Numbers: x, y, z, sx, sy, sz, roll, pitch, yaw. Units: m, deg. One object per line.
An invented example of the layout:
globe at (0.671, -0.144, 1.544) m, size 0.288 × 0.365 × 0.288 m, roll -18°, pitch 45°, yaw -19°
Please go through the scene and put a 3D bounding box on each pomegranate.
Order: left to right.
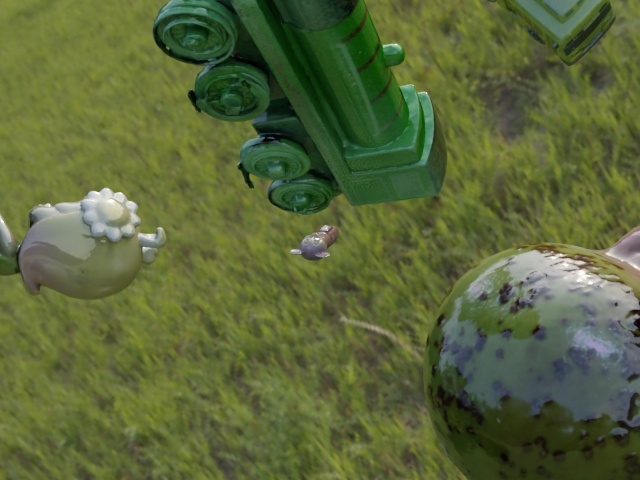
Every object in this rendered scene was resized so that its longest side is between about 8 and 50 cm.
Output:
pomegranate at (0.190, 0.071, 0.660) m, size 0.248 × 0.214 × 0.214 m, roll -52°, pitch 25°, yaw -2°

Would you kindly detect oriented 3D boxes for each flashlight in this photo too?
flashlight at (0.000, 0.000, 1.306) m, size 0.052 × 0.031 × 0.110 m, roll 5°, pitch 17°, yaw 16°

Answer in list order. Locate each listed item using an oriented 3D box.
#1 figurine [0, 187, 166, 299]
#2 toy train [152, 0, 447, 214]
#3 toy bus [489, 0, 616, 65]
figurine at (-0.361, 0.033, 1.079) m, size 0.394 × 0.275 × 0.226 m, roll -3°, pitch -19°, yaw -17°
toy train at (-0.005, -0.095, 0.598) m, size 0.119 × 0.251 × 0.085 m, roll -6°, pitch 63°, yaw 15°
toy bus at (0.246, -0.288, 1.174) m, size 0.088 × 0.175 × 0.101 m, roll -47°, pitch -15°, yaw 7°
